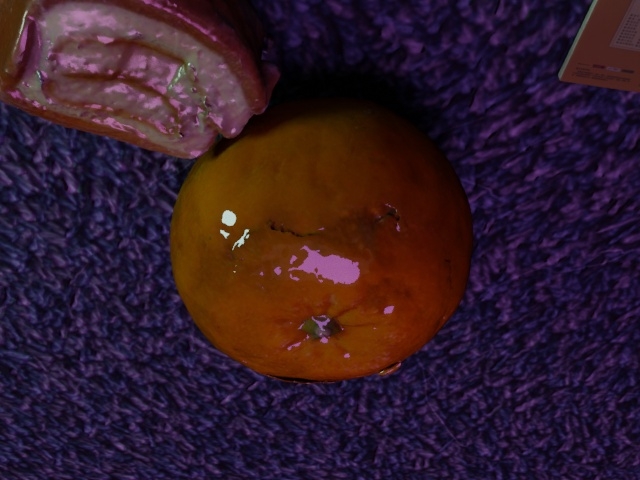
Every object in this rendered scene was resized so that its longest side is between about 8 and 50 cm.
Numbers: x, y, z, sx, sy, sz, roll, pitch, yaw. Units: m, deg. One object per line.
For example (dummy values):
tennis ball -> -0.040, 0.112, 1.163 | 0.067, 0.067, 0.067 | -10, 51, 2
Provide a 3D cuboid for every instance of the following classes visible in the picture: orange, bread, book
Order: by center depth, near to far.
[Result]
bread -> -0.150, -0.163, 0.920 | 0.244, 0.123, 0.190 | 13, 135, -19
book -> 0.296, -0.200, 0.984 | 0.118, 0.012, 0.172 | 7, 138, -10
orange -> 0.000, 0.000, 1.035 | 0.283, 0.226, 0.284 | -3, 134, -3
